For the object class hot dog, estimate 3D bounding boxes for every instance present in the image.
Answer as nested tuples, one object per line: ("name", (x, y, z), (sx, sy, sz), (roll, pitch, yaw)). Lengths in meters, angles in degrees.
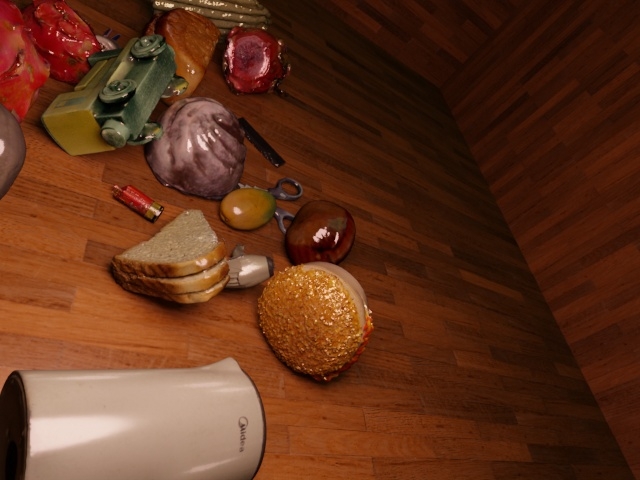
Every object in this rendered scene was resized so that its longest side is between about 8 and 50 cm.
("hot dog", (-0.484, -0.629, 1.503), (0.223, 0.185, 0.405), (29, 39, -25))

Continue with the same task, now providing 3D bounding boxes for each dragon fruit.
("dragon fruit", (-0.715, -0.531, 1.230), (0.261, 0.163, 0.189), (32, 66, -19))
("dragon fruit", (-0.799, -0.446, 0.982), (0.386, 0.249, 0.371), (40, 41, -5))
("dragon fruit", (-0.238, -0.671, 1.721), (0.268, 0.250, 0.291), (4, 13, 2))

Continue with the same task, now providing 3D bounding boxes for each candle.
("candle", (-0.460, -0.099, 1.138), (0.130, 0.052, 0.052), (35, 38, -15))

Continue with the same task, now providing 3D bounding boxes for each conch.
("conch", (-0.656, -0.570, 1.384), (0.104, 0.094, 0.176), (18, 16, -15))

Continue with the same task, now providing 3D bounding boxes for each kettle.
("kettle", (-0.292, 0.381, 0.726), (0.376, 0.250, 0.362), (9, 70, -43))

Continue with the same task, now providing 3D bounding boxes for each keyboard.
("keyboard", (-0.220, -0.354, 1.644), (0.231, 0.023, 0.072), (46, 29, -1))

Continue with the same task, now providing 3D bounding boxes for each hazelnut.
("hazelnut", (0.000, 0.000, 1.386), (0.229, 0.229, 0.230), (26, 41, -25))

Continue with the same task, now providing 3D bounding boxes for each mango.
("mango", (-0.208, -0.097, 1.343), (0.194, 0.092, 0.130), (-33, 88, -47))

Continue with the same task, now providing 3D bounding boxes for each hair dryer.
("hair dryer", (-0.253, 0.068, 1.152), (0.218, 0.089, 0.224), (-16, 24, -30))

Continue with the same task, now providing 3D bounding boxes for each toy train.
("toy train", (-0.508, -0.377, 1.157), (0.160, 0.253, 0.397), (70, 21, -48))

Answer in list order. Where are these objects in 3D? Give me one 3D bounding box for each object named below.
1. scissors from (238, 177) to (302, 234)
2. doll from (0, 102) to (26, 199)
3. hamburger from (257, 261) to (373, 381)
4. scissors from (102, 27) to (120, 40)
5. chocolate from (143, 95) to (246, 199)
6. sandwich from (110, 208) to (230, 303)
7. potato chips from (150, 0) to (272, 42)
("scissors", (-0.212, -0.149, 1.448), (0.383, 0.029, 0.256), (18, 50, -29))
("doll", (-0.686, -0.149, 0.733), (0.378, 0.252, 0.383), (-32, 87, -14))
("hamburger", (-0.013, 0.192, 1.123), (0.294, 0.276, 0.179), (43, 25, 3))
("scissors", (-0.685, -0.654, 1.470), (0.039, 0.012, 0.113), (29, 40, -22))
("chocolate", (-0.328, -0.293, 1.297), (0.303, 0.213, 0.303), (20, 45, -22))
("sandwich", (-0.292, 0.026, 1.048), (0.288, 0.254, 0.100), (-53, 139, -55))
("potato chips", (-0.397, -0.820, 1.660), (0.428, 0.358, 0.070), (-3, 86, -25))
